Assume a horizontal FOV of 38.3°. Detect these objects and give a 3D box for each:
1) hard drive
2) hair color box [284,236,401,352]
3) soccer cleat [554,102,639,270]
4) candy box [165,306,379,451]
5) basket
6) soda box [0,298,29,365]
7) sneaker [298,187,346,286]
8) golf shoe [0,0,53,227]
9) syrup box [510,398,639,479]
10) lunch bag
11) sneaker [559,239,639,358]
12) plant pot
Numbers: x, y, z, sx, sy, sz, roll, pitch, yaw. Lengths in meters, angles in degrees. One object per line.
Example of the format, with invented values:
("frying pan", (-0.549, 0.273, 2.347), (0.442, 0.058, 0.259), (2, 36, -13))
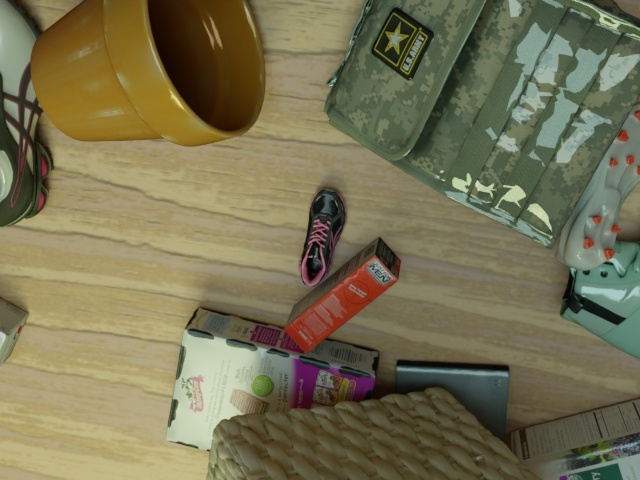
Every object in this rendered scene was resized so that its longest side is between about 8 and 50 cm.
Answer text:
("hard drive", (0.158, 0.195, 1.121), (0.135, 0.022, 0.094), (2, 108, 7))
("hair color box", (0.026, 0.063, 1.070), (0.141, 0.072, 0.043), (-41, 98, 18))
("soccer cleat", (0.303, -0.059, 0.984), (0.068, 0.076, 0.196), (29, 79, -15))
("candy box", (-0.059, 0.189, 1.123), (0.233, 0.071, 0.159), (14, 110, 2))
("basket", (0.067, 0.352, 0.964), (0.328, 0.331, 0.267), (-4, 114, -26))
("soda box", (-0.481, 0.081, 1.145), (0.216, 0.069, 0.074), (29, 110, -2))
("sneaker", (0.000, 0.000, 1.061), (0.047, 0.057, 0.119), (12, 108, 6))
("golf shoe", (-0.364, -0.145, 1.031), (0.105, 0.120, 0.273), (0, 106, 9))
("syrup box", (0.351, 0.255, 1.077), (0.236, 0.096, 0.093), (-18, 105, 12))
("lunch bag", (0.162, -0.170, 0.930), (0.287, 0.169, 0.235), (28, 112, 6))
("sneaker", (0.354, 0.002, 0.996), (0.151, 0.094, 0.256), (22, 108, 3))
("plant pot", (-0.190, -0.187, 0.965), (0.187, 0.205, 0.205), (-12, 107, 28))
